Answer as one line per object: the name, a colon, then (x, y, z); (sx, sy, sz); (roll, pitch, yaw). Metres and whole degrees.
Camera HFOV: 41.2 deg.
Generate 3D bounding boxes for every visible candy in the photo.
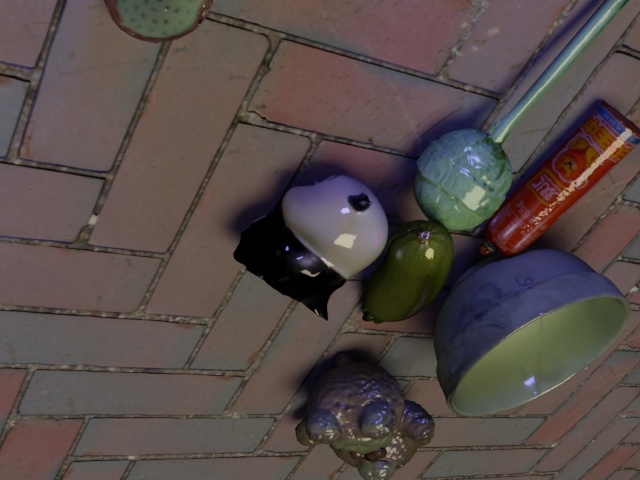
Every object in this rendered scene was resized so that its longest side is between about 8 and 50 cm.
candy: (0.270, -0.192, 1.026); (0.119, 0.119, 0.440); (23, 113, -42)
candy: (-0.151, -0.234, 0.792); (0.103, 0.043, 0.103); (-16, 140, -14)

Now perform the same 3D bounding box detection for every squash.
squash: (0.116, 0.055, 1.156); (0.094, 0.095, 0.341); (-14, 160, -14)

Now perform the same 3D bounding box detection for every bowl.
bowl: (0.301, 0.125, 1.304); (0.307, 0.163, 0.307); (-16, 145, -12)

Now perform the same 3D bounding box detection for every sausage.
sausage: (0.323, -0.071, 1.188); (0.074, 0.074, 0.274); (19, 124, -40)

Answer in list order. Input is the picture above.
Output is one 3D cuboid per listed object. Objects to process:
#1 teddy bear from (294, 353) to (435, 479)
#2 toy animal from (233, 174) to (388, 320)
teddy bear: (0.073, 0.303, 1.403); (0.235, 0.151, 0.267); (-5, 139, 14)
toy animal: (0.000, 0.000, 1.062); (0.179, 0.138, 0.166); (-45, 157, 11)
